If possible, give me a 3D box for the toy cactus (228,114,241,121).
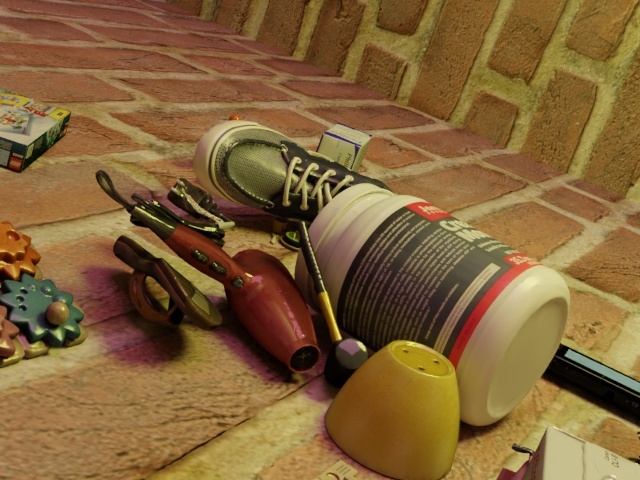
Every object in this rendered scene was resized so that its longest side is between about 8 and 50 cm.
[{"bbox_3d":[-0.100,-0.130,1.530,0.180,0.112,0.219,32,11,7],"label":"toy cactus"}]

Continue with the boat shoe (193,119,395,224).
[{"bbox_3d":[-0.022,-0.088,1.334,0.158,0.127,0.340,17,4,35],"label":"boat shoe"}]

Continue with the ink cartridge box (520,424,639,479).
[{"bbox_3d":[0.172,0.241,0.595,0.127,0.176,0.128,23,19,10],"label":"ink cartridge box"}]

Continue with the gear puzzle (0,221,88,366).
[{"bbox_3d":[-0.358,-0.024,0.856,0.339,0.044,0.175,48,27,17],"label":"gear puzzle"}]

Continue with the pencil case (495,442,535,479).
[{"bbox_3d":[0.265,0.268,0.708,0.284,0.124,0.124,22,18,13],"label":"pencil case"}]

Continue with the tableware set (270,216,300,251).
[{"bbox_3d":[0.000,0.000,1.355,0.154,0.024,0.104,18,18,-4],"label":"tableware set"}]

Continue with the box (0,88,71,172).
[{"bbox_3d":[-0.478,-0.173,1.332,0.159,0.044,0.233,18,18,-6],"label":"box"}]

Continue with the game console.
[{"bbox_3d":[0.310,0.144,1.229,0.361,0.044,0.213,27,20,19],"label":"game console"}]

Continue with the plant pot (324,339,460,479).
[{"bbox_3d":[0.082,0.155,0.881,0.134,0.095,0.134,17,18,-6],"label":"plant pot"}]

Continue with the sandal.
[{"bbox_3d":[-0.175,0.053,0.960,0.219,0.060,0.090,28,-14,50],"label":"sandal"}]

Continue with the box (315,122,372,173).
[{"bbox_3d":[0.028,-0.132,1.597,0.072,0.126,0.137,22,18,5],"label":"box"}]

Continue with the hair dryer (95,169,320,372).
[{"bbox_3d":[-0.112,0.039,0.982,0.293,0.080,0.223,40,14,12],"label":"hair dryer"}]

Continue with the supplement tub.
[{"bbox_3d":[0.123,0.065,1.029,0.272,0.191,0.191,32,22,32],"label":"supplement tub"}]

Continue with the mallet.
[{"bbox_3d":[0.006,0.061,0.967,0.039,0.062,0.190,-11,73,-19],"label":"mallet"}]

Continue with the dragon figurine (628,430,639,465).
[{"bbox_3d":[0.456,0.226,1.072,0.144,0.085,0.289,28,21,22],"label":"dragon figurine"}]

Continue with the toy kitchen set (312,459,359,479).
[{"bbox_3d":[0.033,0.208,0.721,0.083,0.068,0.075,28,20,23],"label":"toy kitchen set"}]
